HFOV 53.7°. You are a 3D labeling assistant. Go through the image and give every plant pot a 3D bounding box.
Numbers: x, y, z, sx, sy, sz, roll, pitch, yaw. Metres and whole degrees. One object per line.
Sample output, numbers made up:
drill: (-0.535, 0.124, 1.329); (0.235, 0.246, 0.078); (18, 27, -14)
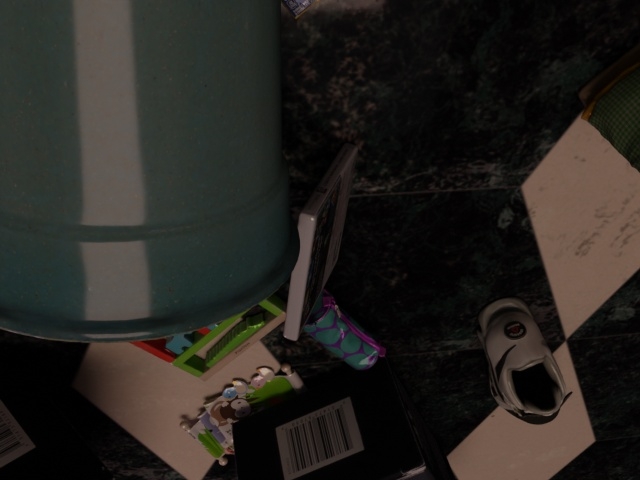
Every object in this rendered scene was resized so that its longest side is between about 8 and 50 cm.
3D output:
plant pot: (-0.174, -0.150, 0.539); (0.341, 0.341, 0.334); (0, 121, -11)

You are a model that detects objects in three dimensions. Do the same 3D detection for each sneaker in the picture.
sneaker: (0.352, 0.252, 1.064); (0.122, 0.146, 0.330); (-27, 130, 9)

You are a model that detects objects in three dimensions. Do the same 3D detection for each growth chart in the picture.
growth chart: (-0.121, 0.298, 1.088); (0.237, 0.021, 0.172); (-30, 129, 10)

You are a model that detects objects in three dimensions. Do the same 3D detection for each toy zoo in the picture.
toy zoo: (-0.211, 0.083, 0.890); (0.192, 0.030, 0.293); (-39, 125, 20)

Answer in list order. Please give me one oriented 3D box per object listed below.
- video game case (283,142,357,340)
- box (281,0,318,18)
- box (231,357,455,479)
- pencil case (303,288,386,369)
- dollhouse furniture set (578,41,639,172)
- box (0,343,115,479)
video game case: (0.000, 0.000, 0.779); (0.022, 0.173, 0.190); (17, 128, 10)
box: (0.023, -0.295, 0.611); (0.169, 0.059, 0.054); (-34, 124, 16)
box: (0.072, 0.436, 1.098); (0.293, 0.212, 0.395); (-26, 132, 7)
pencil case: (0.030, 0.137, 0.957); (0.070, 0.064, 0.151); (-16, 135, 35)
dollhouse furniture set: (0.412, -0.221, 0.656); (0.301, 0.197, 0.151); (-40, 126, 19)
box: (-0.436, 0.366, 0.880); (0.182, 0.296, 0.294); (-28, 142, -40)
